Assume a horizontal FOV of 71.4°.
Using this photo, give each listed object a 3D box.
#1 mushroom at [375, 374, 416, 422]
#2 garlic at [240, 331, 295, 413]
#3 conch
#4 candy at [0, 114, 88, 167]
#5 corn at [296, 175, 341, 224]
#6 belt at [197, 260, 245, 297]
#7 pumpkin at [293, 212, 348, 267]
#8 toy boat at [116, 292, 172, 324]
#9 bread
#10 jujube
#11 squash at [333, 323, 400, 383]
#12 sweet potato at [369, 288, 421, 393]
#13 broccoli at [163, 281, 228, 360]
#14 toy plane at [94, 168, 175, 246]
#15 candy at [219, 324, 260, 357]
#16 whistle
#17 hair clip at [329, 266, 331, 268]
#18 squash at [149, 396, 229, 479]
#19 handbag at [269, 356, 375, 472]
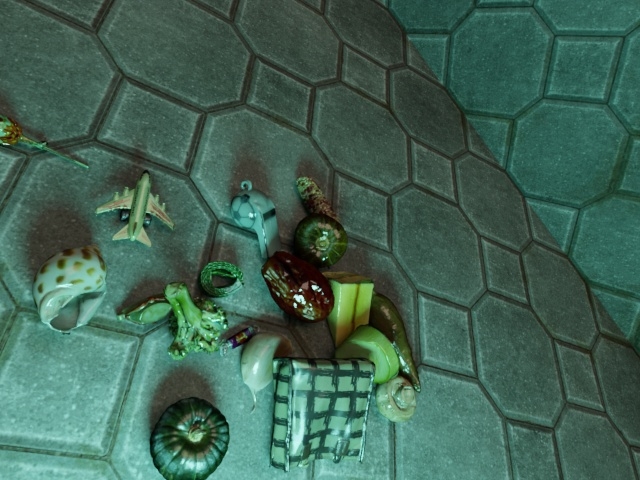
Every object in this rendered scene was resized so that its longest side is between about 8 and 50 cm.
[{"bbox_3d":[0.278,0.574,1.625,0.166,0.127,0.166,13,57,-20],"label":"mushroom"},{"bbox_3d":[-0.197,0.401,1.436,0.148,0.128,0.267,36,60,3],"label":"garlic"},{"bbox_3d":[-0.679,0.110,1.224,0.148,0.183,0.275,19,46,18],"label":"conch"},{"bbox_3d":[-0.867,-0.295,1.380,0.287,0.084,0.078,25,50,-29],"label":"candy"},{"bbox_3d":[-0.012,-0.148,1.851,0.098,0.098,0.290,-18,74,-39],"label":"corn"},{"bbox_3d":[-0.333,0.133,1.496,0.151,0.079,0.121,-1,76,-22],"label":"belt"},{"bbox_3d":[0.000,0.000,1.728,0.218,0.162,0.219,0,87,-5],"label":"pumpkin"},{"bbox_3d":[-0.510,0.205,1.338,0.185,0.071,0.089,-21,120,-39],"label":"toy boat"},{"bbox_3d":[0.083,0.260,1.725,0.167,0.163,0.264,2,99,-35],"label":"bread"},{"bbox_3d":[-0.077,0.163,1.574,0.290,0.197,0.197,43,49,-5],"label":"jujube"},{"bbox_3d":[0.171,0.417,1.578,0.133,0.220,0.220,-30,84,-44],"label":"squash"},{"bbox_3d":[0.286,0.385,1.739,0.130,0.130,0.423,-17,79,-39],"label":"sweet potato"},{"bbox_3d":[-0.398,0.239,1.285,0.177,0.275,0.199,21,74,23],"label":"broccoli"},{"bbox_3d":[-0.586,-0.110,1.438,0.241,0.104,0.256,12,59,-25],"label":"toy plane"},{"bbox_3d":[-0.265,0.323,1.456,0.175,0.043,0.045,-25,83,-44],"label":"candy"},{"bbox_3d":[-0.248,-0.083,1.643,0.163,0.163,0.290,-26,116,-40],"label":"whistle"},{"bbox_3d":[0.046,0.059,1.812,0.030,0.039,0.115,23,57,-15],"label":"hair clip"},{"bbox_3d":[-0.349,0.534,1.197,0.217,0.173,0.218,0,55,0],"label":"squash"},{"bbox_3d":[0.003,0.534,1.410,0.325,0.162,0.328,10,77,-27],"label":"handbag"}]
